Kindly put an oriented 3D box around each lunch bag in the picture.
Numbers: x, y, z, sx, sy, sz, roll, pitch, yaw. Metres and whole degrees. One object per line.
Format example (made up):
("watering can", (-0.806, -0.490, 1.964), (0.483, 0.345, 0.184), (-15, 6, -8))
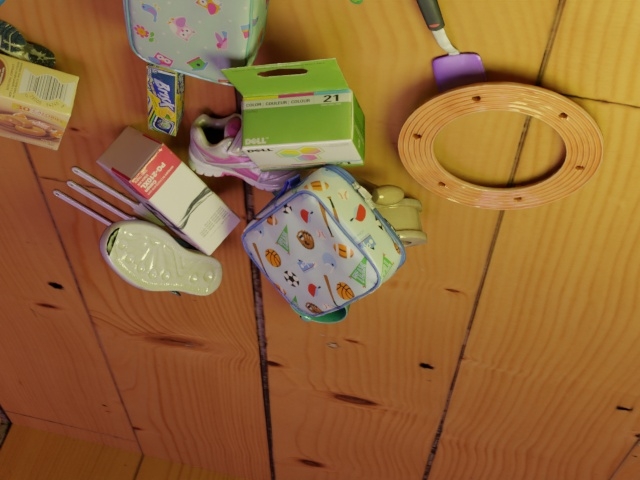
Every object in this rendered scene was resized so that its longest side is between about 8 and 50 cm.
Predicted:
("lunch bag", (-0.193, -0.374, 1.400), (0.224, 0.107, 0.279), (17, 146, 3))
("lunch bag", (0.000, 0.000, 1.648), (0.243, 0.115, 0.303), (52, 143, -5))

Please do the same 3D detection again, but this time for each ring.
("ring", (0.298, -0.156, 1.550), (0.337, 0.032, 0.336), (8, 149, 5))

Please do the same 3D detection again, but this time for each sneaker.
("sneaker", (-0.131, -0.165, 1.676), (0.252, 0.103, 0.111), (8, 147, 12))
("sneaker", (-0.381, 0.022, 1.932), (0.236, 0.130, 0.323), (18, 176, 40))
("sneaker", (-0.544, -0.336, 1.654), (0.135, 0.052, 0.058), (34, 147, -23))

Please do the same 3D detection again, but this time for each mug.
("mug", (-0.004, 0.107, 2.015), (0.158, 0.097, 0.129), (-13, 137, 37))

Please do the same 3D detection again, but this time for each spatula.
("spatula", (0.184, -0.308, 1.394), (0.084, 0.030, 0.296), (-3, 147, 26))
("spatula", (-0.460, -0.066, 2.030), (0.242, 0.019, 0.168), (31, 144, -21))

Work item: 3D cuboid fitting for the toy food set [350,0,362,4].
("toy food set", (0.057, -0.385, 1.356), (0.083, 0.020, 0.083), (36, 141, -27))

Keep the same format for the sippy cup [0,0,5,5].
("sippy cup", (-0.574, -0.446, 1.376), (0.305, 0.240, 0.224), (25, 163, 30))

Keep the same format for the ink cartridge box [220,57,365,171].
("ink cartridge box", (-0.041, -0.196, 1.496), (0.189, 0.097, 0.255), (-3, 168, 12))

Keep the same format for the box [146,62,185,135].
("box", (-0.271, -0.262, 1.634), (0.054, 0.059, 0.169), (14, 146, 0))

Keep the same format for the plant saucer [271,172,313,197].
("plant saucer", (-0.042, -0.106, 1.794), (0.119, 0.021, 0.119), (11, 145, 8))

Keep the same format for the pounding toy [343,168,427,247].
("pounding toy", (0.107, -0.055, 1.765), (0.154, 0.154, 0.269), (0, 165, -27))

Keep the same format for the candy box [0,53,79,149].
("candy box", (-0.609, -0.268, 1.665), (0.317, 0.087, 0.183), (15, 159, -19))

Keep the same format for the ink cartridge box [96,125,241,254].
("ink cartridge box", (-0.290, -0.095, 1.786), (0.237, 0.100, 0.172), (46, 169, -37))
